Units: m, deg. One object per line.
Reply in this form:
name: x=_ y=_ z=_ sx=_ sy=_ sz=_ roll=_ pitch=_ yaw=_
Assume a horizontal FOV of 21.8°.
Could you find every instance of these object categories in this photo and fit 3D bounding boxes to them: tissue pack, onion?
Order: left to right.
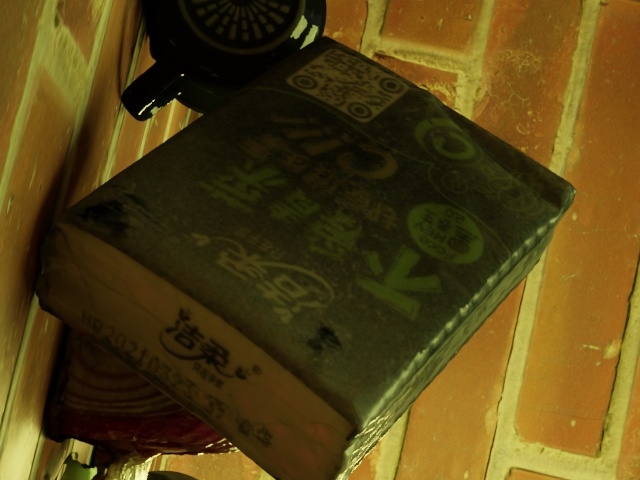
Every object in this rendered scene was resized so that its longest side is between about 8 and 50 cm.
onion: x=-0.129 y=0.112 z=1.588 sx=0.256 sy=0.230 sz=0.272 roll=-83 pitch=179 yaw=-78
tissue pack: x=0.000 y=0.000 z=1.358 sx=0.394 sy=0.288 sz=0.124 roll=-42 pitch=159 yaw=-48

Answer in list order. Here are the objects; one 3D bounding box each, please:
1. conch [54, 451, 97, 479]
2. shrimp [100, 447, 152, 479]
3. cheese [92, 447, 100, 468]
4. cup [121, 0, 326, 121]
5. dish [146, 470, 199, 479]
conch: x=-0.248 y=0.336 z=1.697 sx=0.143 sy=0.137 sz=0.251 roll=-2 pitch=86 yaw=-64
shrimp: x=-0.205 y=0.150 z=1.816 sx=0.168 sy=0.077 sz=0.317 roll=100 pitch=-8 yaw=-56
cheese: x=-0.264 y=0.278 z=2.090 sx=0.105 sy=0.042 sz=0.191 roll=111 pitch=0 yaw=-53
cup: x=-0.106 y=-0.192 z=1.588 sx=0.223 sy=0.169 sz=0.176 roll=-42 pitch=180 yaw=-14
dish: x=-0.207 y=0.358 z=2.113 sx=0.236 sy=0.228 sz=0.086 roll=-44 pitch=136 yaw=-41
